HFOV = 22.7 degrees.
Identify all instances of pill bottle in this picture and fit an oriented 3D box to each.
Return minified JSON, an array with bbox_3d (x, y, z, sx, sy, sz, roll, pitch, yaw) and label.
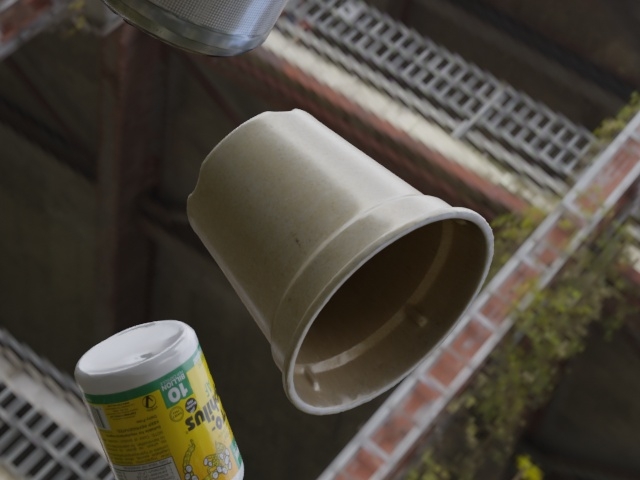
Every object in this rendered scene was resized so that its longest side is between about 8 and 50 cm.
[{"bbox_3d":[-0.139,0.189,1.473,0.117,0.117,0.208,1,-64,45],"label":"pill bottle"}]

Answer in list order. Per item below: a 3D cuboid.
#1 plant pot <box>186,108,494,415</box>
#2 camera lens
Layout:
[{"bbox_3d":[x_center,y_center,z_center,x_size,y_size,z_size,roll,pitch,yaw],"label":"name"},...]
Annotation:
[{"bbox_3d":[0.000,0.000,2.063,0.305,0.333,0.334,46,-31,29],"label":"plant pot"},{"bbox_3d":[-0.096,-0.331,1.520,0.219,0.219,0.274,38,-64,10],"label":"camera lens"}]
